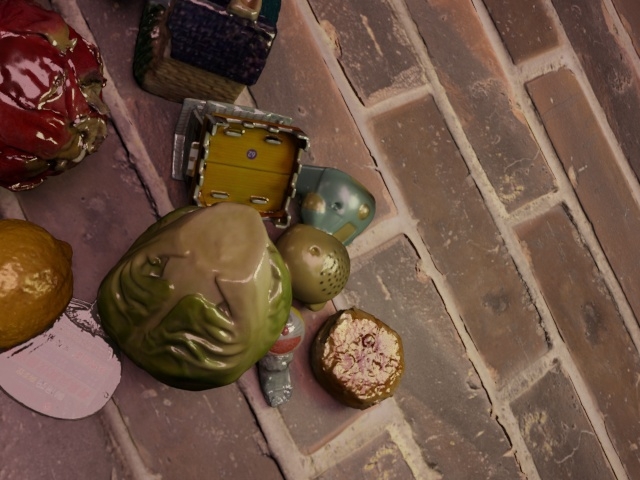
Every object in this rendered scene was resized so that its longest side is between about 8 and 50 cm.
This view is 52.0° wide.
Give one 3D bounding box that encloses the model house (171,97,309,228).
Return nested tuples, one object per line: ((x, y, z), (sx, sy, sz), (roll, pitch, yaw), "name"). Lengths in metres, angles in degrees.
((-0.148, -0.154, 1.237), (0.224, 0.215, 0.199), (5, 116, -24), "model house")

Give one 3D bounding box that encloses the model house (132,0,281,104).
((-0.191, -0.434, 1.248), (0.243, 0.284, 0.299), (18, 72, -26), "model house")

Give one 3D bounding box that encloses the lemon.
((-0.497, 0.068, 1.035), (0.231, 0.192, 0.192), (-41, 97, -28), "lemon")

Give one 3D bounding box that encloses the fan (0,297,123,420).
((-0.452, 0.160, 1.139), (0.223, 0.012, 0.295), (8, 75, -22), "fan")

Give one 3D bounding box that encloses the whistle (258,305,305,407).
((-0.083, 0.210, 1.251), (0.122, 0.123, 0.223), (-6, 96, -26), "whistle")

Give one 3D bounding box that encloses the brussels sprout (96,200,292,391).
((-0.192, 0.085, 1.085), (0.289, 0.355, 0.281), (37, 49, 3), "brussels sprout")

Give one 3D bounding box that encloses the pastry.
((0.074, 0.239, 1.325), (0.192, 0.093, 0.182), (36, 67, -10), "pastry")

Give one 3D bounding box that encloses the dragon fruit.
((-0.506, -0.235, 1.038), (0.329, 0.329, 0.329), (6, 76, -24), "dragon fruit")

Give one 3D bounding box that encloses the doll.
((0.000, 0.000, 1.298), (0.177, 0.161, 0.261), (43, 67, -50), "doll")
